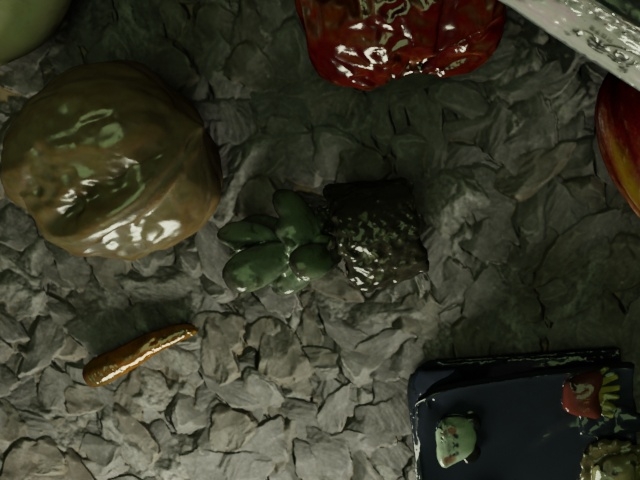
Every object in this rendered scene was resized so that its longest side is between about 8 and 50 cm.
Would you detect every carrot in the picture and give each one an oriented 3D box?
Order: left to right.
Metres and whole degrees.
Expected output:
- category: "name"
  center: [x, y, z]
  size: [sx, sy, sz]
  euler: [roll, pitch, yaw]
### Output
- category: "carrot"
  center: [-0.271, 0.165, 1.169]
  size: [0.191, 0.047, 0.047]
  euler: [-28, 100, 8]

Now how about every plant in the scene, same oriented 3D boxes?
- category: "plant"
  center: [0.001, 0.000, 1.030]
  size: [0.274, 0.146, 0.149]
  euler: [-8, 107, 10]

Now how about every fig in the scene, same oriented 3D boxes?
- category: "fig"
  center: [0.435, -0.131, 0.910]
  size: [0.224, 0.224, 0.263]
  euler: [9, 113, 5]

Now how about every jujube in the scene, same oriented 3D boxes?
- category: "jujube"
  center: [0.088, -0.280, 0.907]
  size: [0.232, 0.213, 0.213]
  euler: [-12, 104, 1]

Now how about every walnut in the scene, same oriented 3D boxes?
- category: "walnut"
  center: [-0.258, -0.097, 0.995]
  size: [0.273, 0.227, 0.273]
  euler: [3, 109, 9]

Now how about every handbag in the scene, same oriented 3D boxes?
- category: "handbag"
  center: [0.295, 0.313, 1.096]
  size: [0.329, 0.122, 0.303]
  euler: [-5, 104, 7]

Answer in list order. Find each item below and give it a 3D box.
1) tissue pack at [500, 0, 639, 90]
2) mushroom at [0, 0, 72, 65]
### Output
- category: "tissue pack"
  center: [0.409, -0.335, 0.789]
  size: [0.288, 0.124, 0.394]
  euler: [37, 81, 16]
- category: "mushroom"
  center: [-0.476, -0.332, 0.937]
  size: [0.353, 0.353, 0.325]
  euler: [18, 138, 2]
